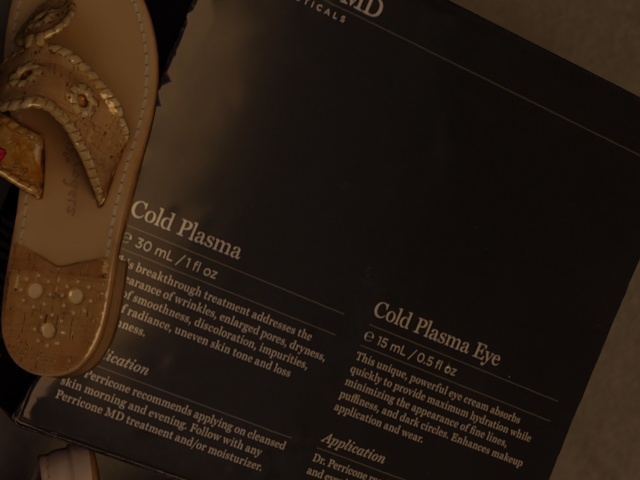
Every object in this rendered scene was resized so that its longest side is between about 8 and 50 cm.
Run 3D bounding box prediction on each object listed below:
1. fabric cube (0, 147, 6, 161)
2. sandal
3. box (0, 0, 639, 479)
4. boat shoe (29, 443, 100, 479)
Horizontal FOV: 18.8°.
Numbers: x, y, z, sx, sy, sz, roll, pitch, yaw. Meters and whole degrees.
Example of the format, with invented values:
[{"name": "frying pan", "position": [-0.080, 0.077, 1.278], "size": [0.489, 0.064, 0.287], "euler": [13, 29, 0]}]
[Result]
[{"name": "fabric cube", "position": [-0.342, 0.034, 0.989], "size": [0.259, 0.254, 0.258], "euler": [14, 94, -25]}, {"name": "sandal", "position": [-0.138, -0.051, 0.996], "size": [0.088, 0.079, 0.240], "euler": [0, 83, 14]}, {"name": "box", "position": [0.000, 0.000, 1.179], "size": [0.343, 0.179, 0.313], "euler": [24, 90, -26]}, {"name": "boat shoe", "position": [-0.190, 0.235, 1.145], "size": [0.096, 0.098, 0.277], "euler": [8, 120, -14]}]
